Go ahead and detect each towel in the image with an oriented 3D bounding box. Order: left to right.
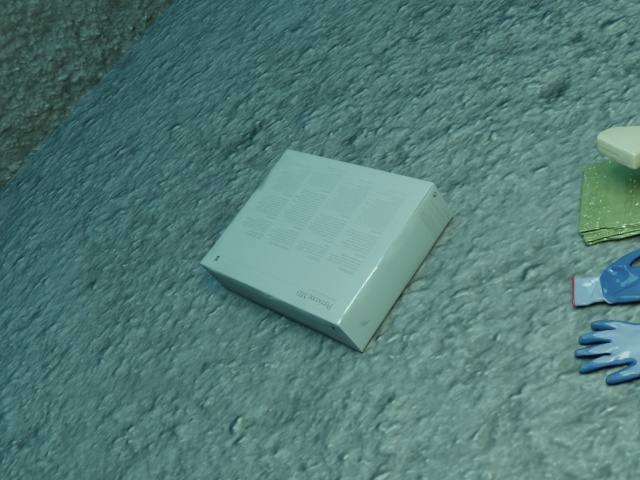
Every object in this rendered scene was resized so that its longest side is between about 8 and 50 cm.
[{"bbox_3d":[0.435,-0.062,1.157,0.110,0.027,0.148,-10,49,31],"label":"towel"}]

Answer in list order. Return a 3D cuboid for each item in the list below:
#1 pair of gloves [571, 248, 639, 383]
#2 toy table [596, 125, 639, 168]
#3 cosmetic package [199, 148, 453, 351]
[{"bbox_3d":[0.411,0.095,1.037,0.159,0.023,0.198,-12,48,26],"label":"pair of gloves"},{"bbox_3d":[0.503,-0.115,1.015,0.160,0.252,0.274,-30,28,-15],"label":"toy table"},{"bbox_3d":[0.000,0.000,1.374,0.377,0.097,0.284,20,65,46],"label":"cosmetic package"}]
